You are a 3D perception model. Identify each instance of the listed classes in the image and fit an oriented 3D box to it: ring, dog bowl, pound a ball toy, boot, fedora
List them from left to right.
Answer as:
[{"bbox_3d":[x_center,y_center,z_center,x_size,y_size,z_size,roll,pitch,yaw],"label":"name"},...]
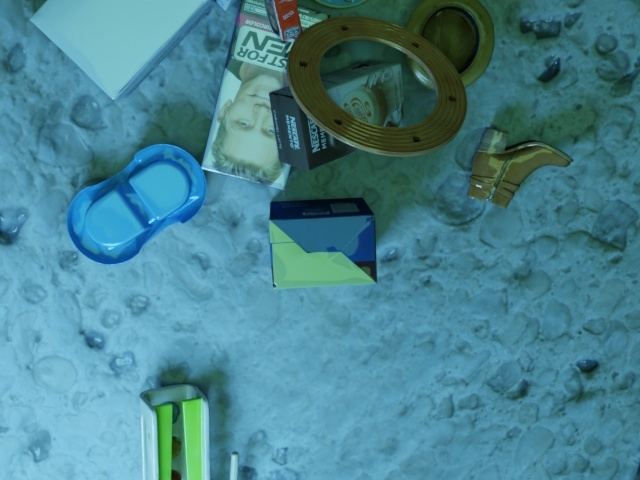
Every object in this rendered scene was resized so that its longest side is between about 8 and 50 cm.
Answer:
[{"bbox_3d":[-0.365,-0.076,1.559,0.297,0.074,0.166,-34,102,3],"label":"dog bowl"},{"bbox_3d":[-0.281,0.473,1.671,0.208,0.135,0.319,-6,104,-28],"label":"pound a ball toy"},{"bbox_3d":[0.101,-0.276,1.386,0.336,0.337,0.032,16,143,-7],"label":"ring"},{"bbox_3d":[0.246,-0.387,1.525,0.194,0.079,0.194,0,96,-4],"label":"fedora"},{"bbox_3d":[0.406,-0.136,1.595,0.197,0.073,0.152,16,100,6],"label":"boot"}]

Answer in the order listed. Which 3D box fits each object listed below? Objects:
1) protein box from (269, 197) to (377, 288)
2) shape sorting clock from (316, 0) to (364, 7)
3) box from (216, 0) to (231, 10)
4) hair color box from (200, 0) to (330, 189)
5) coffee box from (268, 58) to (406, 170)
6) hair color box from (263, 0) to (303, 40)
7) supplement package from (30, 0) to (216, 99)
[{"bbox_3d":[0.000,0.000,1.531,0.199,0.201,0.136,-3,102,-3],"label":"protein box"},{"bbox_3d":[0.040,-0.554,1.488,0.206,0.040,0.206,-3,106,-9],"label":"shape sorting clock"},{"bbox_3d":[-0.201,-0.508,1.417,0.038,0.186,0.145,-46,101,-7],"label":"box"},{"bbox_3d":[-0.108,-0.290,1.512,0.173,0.105,0.347,14,102,-6],"label":"hair color box"},{"bbox_3d":[0.038,-0.241,1.465,0.246,0.098,0.141,-26,120,-29],"label":"coffee box"},{"bbox_3d":[-0.074,-0.432,1.362,0.043,0.072,0.141,-23,131,-10],"label":"hair color box"},{"bbox_3d":[-0.361,-0.428,1.447,0.262,0.145,0.204,-45,101,6],"label":"supplement package"}]
